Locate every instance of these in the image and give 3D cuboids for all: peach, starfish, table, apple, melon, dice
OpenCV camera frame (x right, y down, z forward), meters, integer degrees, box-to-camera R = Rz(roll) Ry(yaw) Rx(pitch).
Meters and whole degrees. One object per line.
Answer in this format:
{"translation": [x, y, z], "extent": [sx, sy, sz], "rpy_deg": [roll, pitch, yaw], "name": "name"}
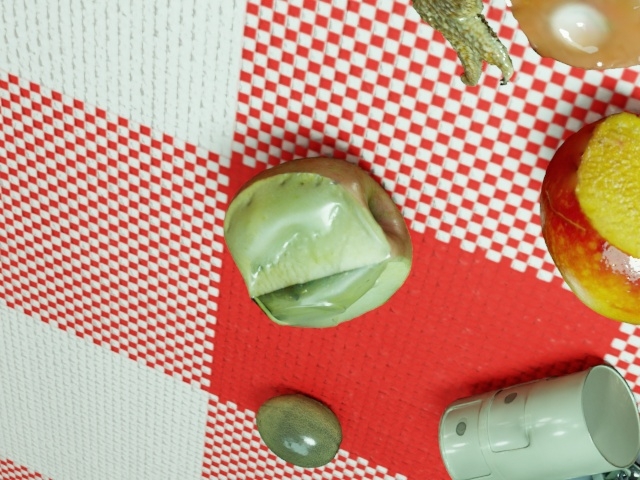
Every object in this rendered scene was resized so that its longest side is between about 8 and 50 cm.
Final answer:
{"translation": [0.303, -0.021, 1.066], "extent": [0.190, 0.190, 0.192], "rpy_deg": [2, 132, 29], "name": "peach"}
{"translation": [0.098, -0.225, 1.014], "extent": [0.231, 0.048, 0.295], "rpy_deg": [45, -179, 14], "name": "starfish"}
{"translation": [0.267, 0.236, 1.382], "extent": [0.220, 0.126, 0.126], "rpy_deg": [-22, 118, 42], "name": "table"}
{"translation": [0.000, 0.000, 1.271], "extent": [0.188, 0.174, 0.207], "rpy_deg": [-26, 112, 14], "name": "apple"}
{"translation": [-0.030, 0.271, 1.611], "extent": [0.130, 0.098, 0.098], "rpy_deg": [29, 139, 7], "name": "melon"}
{"translation": [0.243, -0.251, 0.883], "extent": [0.179, 0.174, 0.175], "rpy_deg": [-13, 125, 43], "name": "dice"}

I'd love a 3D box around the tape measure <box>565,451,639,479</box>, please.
{"translation": [0.364, 0.323, 1.374], "extent": [0.107, 0.181, 0.182], "rpy_deg": [55, 166, -31], "name": "tape measure"}
